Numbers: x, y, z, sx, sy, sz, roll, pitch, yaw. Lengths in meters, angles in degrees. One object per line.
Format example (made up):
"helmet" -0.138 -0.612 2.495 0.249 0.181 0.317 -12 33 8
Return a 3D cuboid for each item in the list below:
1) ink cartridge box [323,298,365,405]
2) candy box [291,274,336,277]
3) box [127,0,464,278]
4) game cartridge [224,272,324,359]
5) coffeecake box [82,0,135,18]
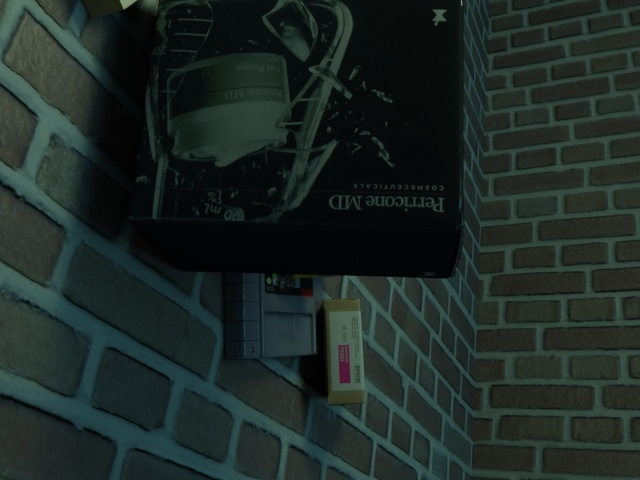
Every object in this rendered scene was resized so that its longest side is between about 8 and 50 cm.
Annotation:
"ink cartridge box" 0.056 0.253 1.721 0.193 0.088 0.235 69 19 -85
"candy box" -0.025 -0.016 1.553 0.109 0.053 0.187 -1 61 -30
"box" -0.013 -0.201 1.212 0.297 0.480 0.472 69 23 -72
"game cartridge" -0.085 0.129 1.556 0.355 0.068 0.230 14 77 -64
"coffeecake box" -0.316 -0.452 1.158 0.185 0.068 0.142 -63 140 -49
